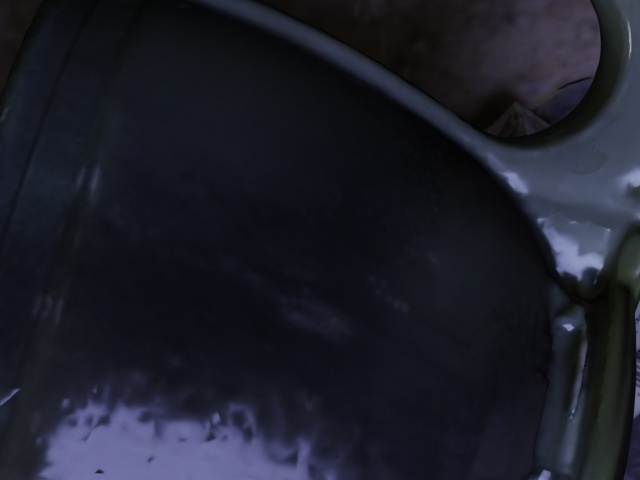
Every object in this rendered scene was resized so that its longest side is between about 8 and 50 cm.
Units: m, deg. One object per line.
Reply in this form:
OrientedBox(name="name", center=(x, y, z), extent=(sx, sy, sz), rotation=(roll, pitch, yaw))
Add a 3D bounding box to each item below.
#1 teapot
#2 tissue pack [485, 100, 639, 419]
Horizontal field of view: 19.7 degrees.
OrientedBox(name="teapot", center=(-0.005, 0.012, 0.638), extent=(0.239, 0.321, 0.239), rotation=(14, 158, -5))
OrientedBox(name="tissue pack", center=(0.076, 0.035, 0.768), extent=(0.106, 0.099, 0.148), rotation=(29, 117, -33))
